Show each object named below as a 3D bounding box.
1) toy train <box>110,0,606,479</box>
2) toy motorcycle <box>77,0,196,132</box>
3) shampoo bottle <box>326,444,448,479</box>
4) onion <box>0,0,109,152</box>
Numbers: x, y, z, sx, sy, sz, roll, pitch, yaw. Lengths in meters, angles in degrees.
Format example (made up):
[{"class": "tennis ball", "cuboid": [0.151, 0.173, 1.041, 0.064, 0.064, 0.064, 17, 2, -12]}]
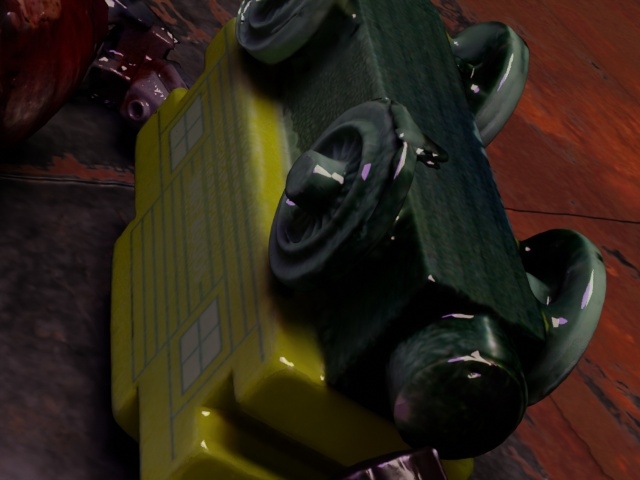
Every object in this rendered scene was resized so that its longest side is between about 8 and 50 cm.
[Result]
[{"class": "toy train", "cuboid": [0.000, 0.000, 1.005, 0.179, 0.272, 0.442, 31, 26, -24]}, {"class": "toy motorcycle", "cuboid": [-0.158, -0.134, 1.277, 0.213, 0.082, 0.122, 39, 28, 19]}, {"class": "shampoo bottle", "cuboid": [0.071, 0.224, 0.763, 0.104, 0.104, 0.278, -6, 70, -48]}, {"class": "onion", "cuboid": [-0.242, -0.171, 1.114, 0.252, 0.219, 0.252, 25, 40, -23]}]
